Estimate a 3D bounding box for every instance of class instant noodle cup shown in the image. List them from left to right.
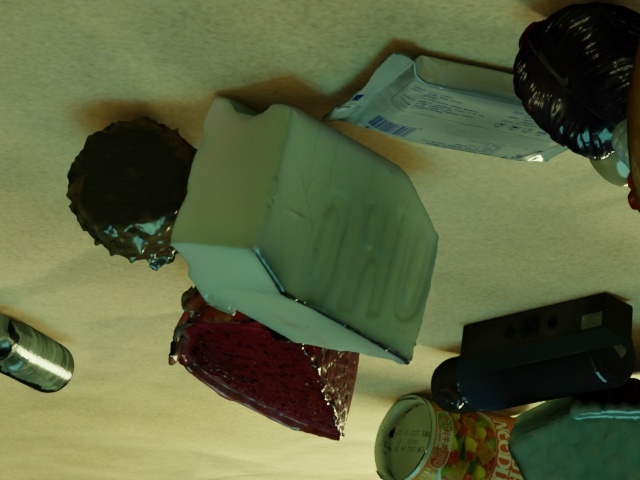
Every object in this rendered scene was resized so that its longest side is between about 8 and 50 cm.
[{"bbox_3d":[0.171,0.273,2.051,0.185,0.168,0.168,23,154,-30],"label":"instant noodle cup"}]

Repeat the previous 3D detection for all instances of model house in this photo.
[{"bbox_3d":[0.366,0.243,1.788,0.248,0.230,0.280,-27,179,10],"label":"model house"}]

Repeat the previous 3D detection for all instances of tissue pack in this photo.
[{"bbox_3d":[0.112,-0.087,1.132,0.193,0.026,0.122,9,161,-20],"label":"tissue pack"}]

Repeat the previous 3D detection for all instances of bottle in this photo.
[{"bbox_3d":[0.218,0.140,1.734,0.244,0.072,0.082,-19,-166,49],"label":"bottle"}]

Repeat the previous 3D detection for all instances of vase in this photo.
[{"bbox_3d":[-0.334,0.112,1.740,0.060,0.060,0.211,-4,160,18],"label":"vase"}]

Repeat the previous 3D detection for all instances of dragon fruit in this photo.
[{"bbox_3d":[-0.054,0.074,1.517,0.161,0.126,0.274,8,154,16],"label":"dragon fruit"}]

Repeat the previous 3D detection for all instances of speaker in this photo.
[{"bbox_3d":[0.224,0.094,1.644,0.046,0.040,0.191,25,152,-35],"label":"speaker"}]

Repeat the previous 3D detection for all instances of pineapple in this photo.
[{"bbox_3d":[-0.127,-0.023,1.241,0.108,0.108,0.198,1,166,4],"label":"pineapple"}]

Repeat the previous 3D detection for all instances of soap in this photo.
[{"bbox_3d":[0.000,0.000,1.199,0.091,0.145,0.230,9,170,39],"label":"soap"}]

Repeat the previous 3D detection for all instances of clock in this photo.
[{"bbox_3d":[0.221,-0.058,0.993,0.195,0.194,0.100,20,115,-36],"label":"clock"}]

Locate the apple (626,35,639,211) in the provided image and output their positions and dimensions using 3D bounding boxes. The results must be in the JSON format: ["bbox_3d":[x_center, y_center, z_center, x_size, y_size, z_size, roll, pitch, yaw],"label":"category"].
[{"bbox_3d":[0.276,-0.079,0.801,0.264,0.264,0.264,2,162,1],"label":"apple"}]
